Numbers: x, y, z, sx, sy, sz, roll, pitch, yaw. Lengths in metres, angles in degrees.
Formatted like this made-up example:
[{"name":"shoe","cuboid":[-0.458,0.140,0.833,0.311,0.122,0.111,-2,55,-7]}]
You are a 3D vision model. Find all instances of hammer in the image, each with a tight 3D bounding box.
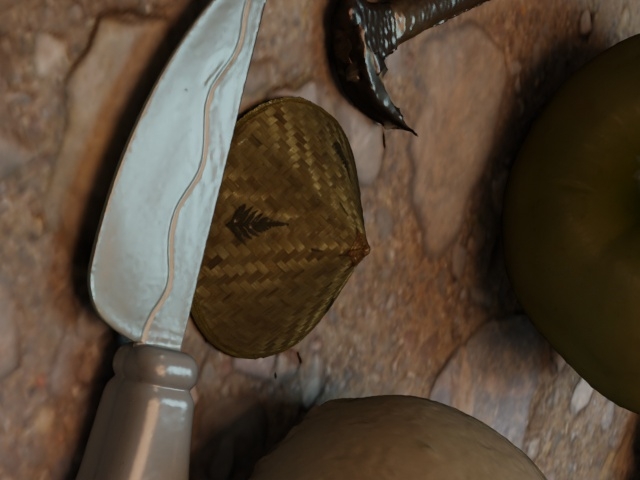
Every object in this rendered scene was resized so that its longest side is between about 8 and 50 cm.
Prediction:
[{"name":"hammer","cuboid":[0.104,-0.160,0.902,0.297,0.027,0.125,-34,125,-42]}]

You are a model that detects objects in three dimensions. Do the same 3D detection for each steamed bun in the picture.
[{"name":"steamed bun","cuboid":[0.046,0.227,0.794,0.283,0.177,0.283,-38,136,-49]}]

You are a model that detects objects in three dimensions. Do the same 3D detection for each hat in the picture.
[{"name":"hat","cuboid":[0.000,0.000,0.784,0.146,0.067,0.146,-19,115,-48]}]

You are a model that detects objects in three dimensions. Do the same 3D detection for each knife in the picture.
[{"name":"knife","cuboid":[-0.081,0.027,0.714,0.080,0.044,0.331,8,92,-44]}]

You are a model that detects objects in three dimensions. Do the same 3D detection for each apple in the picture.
[{"name":"apple","cuboid":[0.261,-0.012,0.988,0.279,0.279,0.279,-20,116,-48]}]
